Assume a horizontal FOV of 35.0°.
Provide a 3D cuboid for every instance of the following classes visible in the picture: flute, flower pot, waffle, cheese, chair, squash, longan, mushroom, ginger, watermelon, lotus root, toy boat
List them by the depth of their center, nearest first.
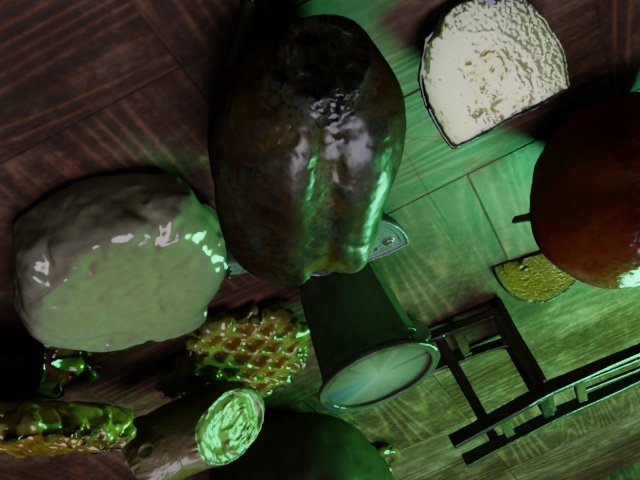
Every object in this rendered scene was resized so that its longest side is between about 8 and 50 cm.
[{"bbox_3d":[-0.097,-0.232,1.197,0.027,0.027,0.233,-4,144,-25],"label":"flute"},{"bbox_3d":[-0.018,-0.114,1.219,0.250,0.250,0.346,-12,151,-13],"label":"lotus root"},{"bbox_3d":[0.208,-0.243,1.330,0.192,0.085,0.184,-27,119,5],"label":"squash"},{"bbox_3d":[-0.272,0.039,1.420,0.318,0.115,0.326,-33,148,18],"label":"cheese"},{"bbox_3d":[0.000,0.000,1.533,0.319,0.092,0.141,-1,145,-30],"label":"toy boat"},{"bbox_3d":[-0.484,0.289,1.553,0.379,0.095,0.382,-4,168,18],"label":"waffle"},{"bbox_3d":[0.070,0.150,1.692,0.212,0.203,0.212,-14,146,-9],"label":"flower pot"},{"bbox_3d":[-0.228,0.326,1.728,0.221,0.130,0.275,-14,-175,34],"label":"ginger"},{"bbox_3d":[-0.154,0.210,1.791,0.281,0.058,0.301,-9,144,-19],"label":"waffle"},{"bbox_3d":[0.415,0.072,1.893,0.181,0.075,0.092,-15,143,-7],"label":"watermelon"},{"bbox_3d":[0.410,0.232,1.995,0.416,0.241,0.203,-27,148,3],"label":"chair"},{"bbox_3d":[-0.033,0.557,2.073,0.404,0.404,0.436,-16,144,-7],"label":"longan"},{"bbox_3d":[0.149,0.512,2.385,0.088,0.073,0.129,1,178,-8],"label":"mushroom"}]

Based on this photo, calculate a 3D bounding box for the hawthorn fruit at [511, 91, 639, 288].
[{"bbox_3d":[0.429,-0.066,1.539,0.287,0.287,0.330,13,158,-42],"label":"hawthorn fruit"}]

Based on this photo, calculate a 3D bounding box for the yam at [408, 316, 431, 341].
[{"bbox_3d":[0.133,0.216,1.947,0.078,0.078,0.179,5,139,-35],"label":"yam"}]

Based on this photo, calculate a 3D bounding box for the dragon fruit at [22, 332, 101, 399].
[{"bbox_3d":[-0.405,0.175,1.556,0.142,0.138,0.175,9,177,34],"label":"dragon fruit"}]
